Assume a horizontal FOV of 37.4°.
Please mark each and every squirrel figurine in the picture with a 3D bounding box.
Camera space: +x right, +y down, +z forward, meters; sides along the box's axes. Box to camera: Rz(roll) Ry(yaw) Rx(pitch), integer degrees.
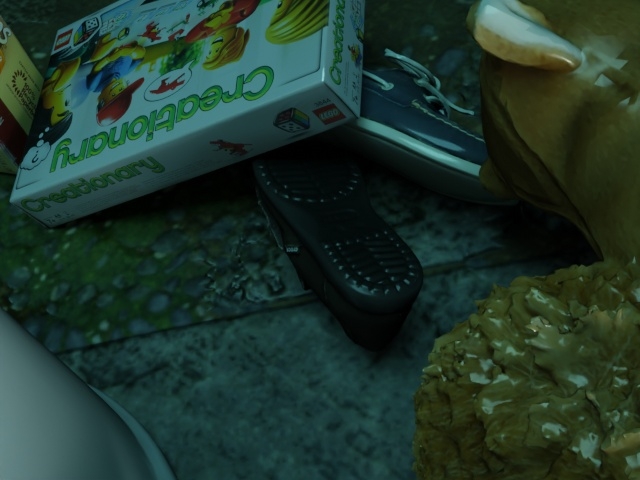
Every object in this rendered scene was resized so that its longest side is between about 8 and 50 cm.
[{"bbox_3d":[0.199,0.028,0.481,0.370,0.281,0.397,40,83,22],"label":"squirrel figurine"}]

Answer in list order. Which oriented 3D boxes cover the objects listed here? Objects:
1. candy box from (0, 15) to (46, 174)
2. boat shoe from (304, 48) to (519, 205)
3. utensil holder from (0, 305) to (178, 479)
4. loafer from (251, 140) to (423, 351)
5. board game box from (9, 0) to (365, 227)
[{"bbox_3d":[-0.411,-0.160,0.829,0.316,0.183,0.088,9,60,19],"label":"candy box"},{"bbox_3d":[0.052,-0.099,0.729,0.254,0.095,0.079,25,78,37],"label":"boat shoe"},{"bbox_3d":[-0.273,0.143,0.477,0.327,0.385,0.328,-6,56,10],"label":"utensil holder"},{"bbox_3d":[0.000,0.000,0.685,0.080,0.078,0.220,-5,36,-18],"label":"loafer"},{"bbox_3d":[-0.106,-0.137,0.757,0.305,0.053,0.193,-17,53,28],"label":"board game box"}]
